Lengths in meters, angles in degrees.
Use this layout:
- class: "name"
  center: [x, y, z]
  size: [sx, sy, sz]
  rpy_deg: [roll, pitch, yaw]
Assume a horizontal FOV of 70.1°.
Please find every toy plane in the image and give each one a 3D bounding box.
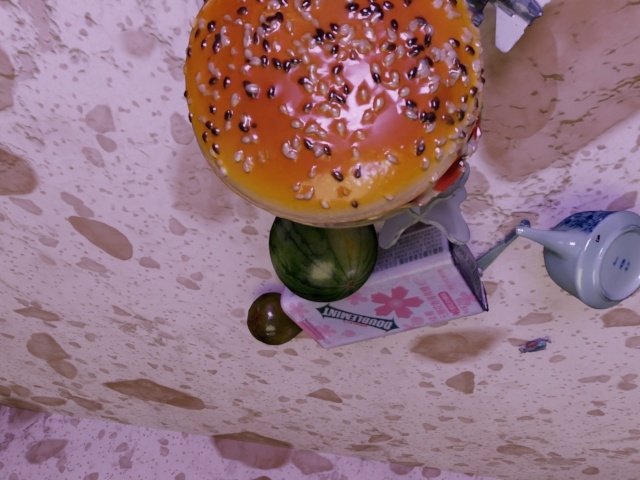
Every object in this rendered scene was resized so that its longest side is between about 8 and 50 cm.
- class: "toy plane"
  center: [0.154, -0.290, 0.462]
  size: [0.234, 0.082, 0.160]
  rpy_deg: [30, 111, -24]

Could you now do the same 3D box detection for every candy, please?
- class: "candy"
  center: [0.518, 0.255, 1.099]
  size: [0.030, 0.020, 0.083]
  rpy_deg: [31, 135, -24]

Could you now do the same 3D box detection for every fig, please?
- class: "fig"
  center: [-0.084, 0.202, 1.093]
  size: [0.184, 0.127, 0.133]
  rpy_deg: [29, 125, -17]

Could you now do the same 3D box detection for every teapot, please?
- class: "teapot"
  center: [0.435, 0.020, 0.748]
  size: [0.231, 0.159, 0.159]
  rpy_deg: [18, 142, -26]

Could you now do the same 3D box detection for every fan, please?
- class: "fan"
  center: [0.329, 0.022, 0.859]
  size: [0.038, 0.016, 0.193]
  rpy_deg: [16, 142, -11]

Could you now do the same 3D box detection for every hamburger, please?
- class: "hamburger"
  center: [0.015, -0.154, 0.446]
  size: [0.299, 0.301, 0.176]
  rpy_deg: [6, 174, 5]

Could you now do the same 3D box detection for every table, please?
- class: "table"
  center: [0.133, -0.096, 0.609]
  size: [0.166, 0.199, 0.167]
  rpy_deg: [6, 141, 5]

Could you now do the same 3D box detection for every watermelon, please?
- class: "watermelon"
  center: [0.000, 0.000, 0.782]
  size: [0.187, 0.215, 0.188]
  rpy_deg: [-18, 139, -17]

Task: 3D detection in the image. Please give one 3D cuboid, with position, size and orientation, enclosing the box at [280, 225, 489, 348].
- class: "box"
  center: [0.124, 0.097, 0.892]
  size: [0.369, 0.112, 0.190]
  rpy_deg: [-20, 131, 26]

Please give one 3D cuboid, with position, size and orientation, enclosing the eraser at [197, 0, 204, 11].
- class: "eraser"
  center: [-0.103, -0.300, 0.494]
  size: [0.052, 0.096, 0.225]
  rpy_deg: [8, 142, 4]
